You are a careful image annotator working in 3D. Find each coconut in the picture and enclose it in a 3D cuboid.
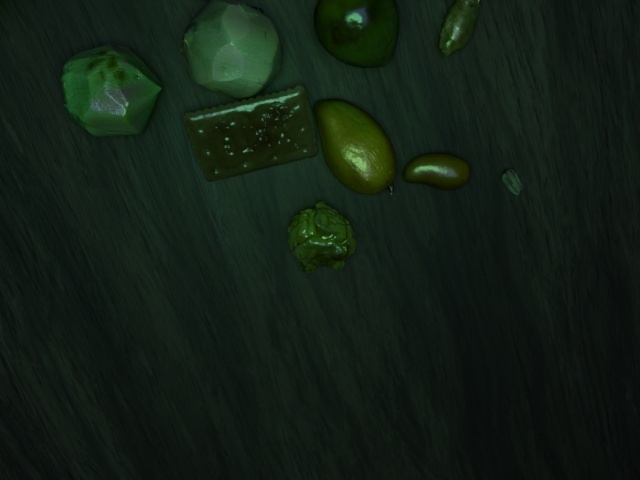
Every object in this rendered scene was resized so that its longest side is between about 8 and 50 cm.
[{"bbox_3d":[-0.501,-0.359,1.378,0.236,0.235,0.204,-11,140,-2],"label":"coconut"},{"bbox_3d":[-0.221,-0.463,1.347,0.230,0.227,0.227,14,106,-44],"label":"coconut"}]

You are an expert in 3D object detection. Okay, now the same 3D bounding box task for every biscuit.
[{"bbox_3d":[-0.174,-0.272,1.469,0.325,0.044,0.217,-13,129,-2],"label":"biscuit"}]

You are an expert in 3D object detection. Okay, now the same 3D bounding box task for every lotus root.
[{"bbox_3d":[0.543,-0.169,1.602,0.037,0.030,0.083,-46,109,-25],"label":"lotus root"}]

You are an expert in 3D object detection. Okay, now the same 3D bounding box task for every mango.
[{"bbox_3d":[0.093,-0.247,1.505,0.177,0.119,0.316,-33,96,7],"label":"mango"},{"bbox_3d":[0.319,-0.191,1.552,0.184,0.085,0.102,5,108,4],"label":"mango"}]

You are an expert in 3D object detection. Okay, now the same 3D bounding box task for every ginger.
[{"bbox_3d":[0.384,-0.710,1.415,0.348,0.122,0.363,-31,99,2],"label":"ginger"}]

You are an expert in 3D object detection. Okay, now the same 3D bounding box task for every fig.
[{"bbox_3d":[0.092,-0.524,1.383,0.207,0.207,0.230,-19,114,0],"label":"fig"}]

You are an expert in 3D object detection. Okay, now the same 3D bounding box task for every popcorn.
[{"bbox_3d":[0.000,-0.001,1.531,0.186,0.167,0.187,-29,108,4],"label":"popcorn"}]

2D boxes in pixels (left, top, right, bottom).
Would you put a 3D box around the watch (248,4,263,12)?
[{"bbox_3d":[-0.302,-0.675,1.387,0.275,0.068,0.276,-12,105,-6],"label":"watch"}]
